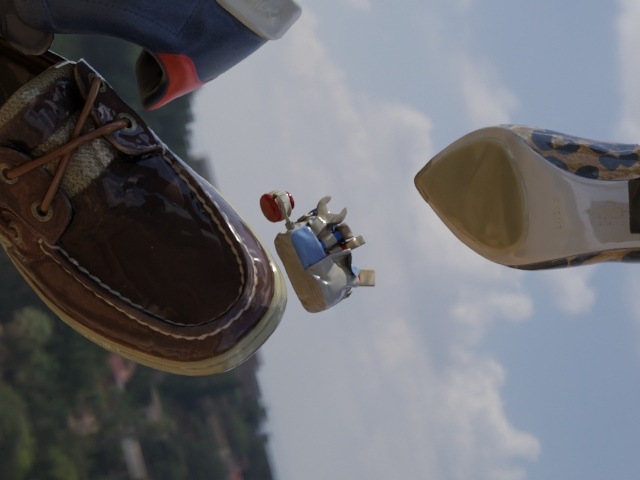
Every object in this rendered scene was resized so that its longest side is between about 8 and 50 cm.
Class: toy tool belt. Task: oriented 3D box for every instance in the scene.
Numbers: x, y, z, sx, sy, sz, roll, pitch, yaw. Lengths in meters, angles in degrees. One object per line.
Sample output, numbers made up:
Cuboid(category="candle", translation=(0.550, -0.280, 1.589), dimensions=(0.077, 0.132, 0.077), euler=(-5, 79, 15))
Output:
Cuboid(category="toy tool belt", translation=(0.000, 0.000, 1.019), dimensions=(0.052, 0.051, 0.083), euler=(-13, -77, 62))

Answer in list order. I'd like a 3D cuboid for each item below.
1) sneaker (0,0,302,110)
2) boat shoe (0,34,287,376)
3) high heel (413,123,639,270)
Cuboid(category="sneaker", translation=(-0.171, -0.200, 0.955), dimensions=(0.350, 0.148, 0.131), euler=(41, 20, -31))
Cuboid(category="boat shoe", translation=(-0.163, -0.050, 0.986), dimensions=(0.342, 0.123, 0.123), euler=(43, -9, 26))
Cuboid(category="high heel", translation=(0.200, -0.025, 1.089), dimensions=(0.261, 0.186, 0.093), euler=(9, -83, 52))
